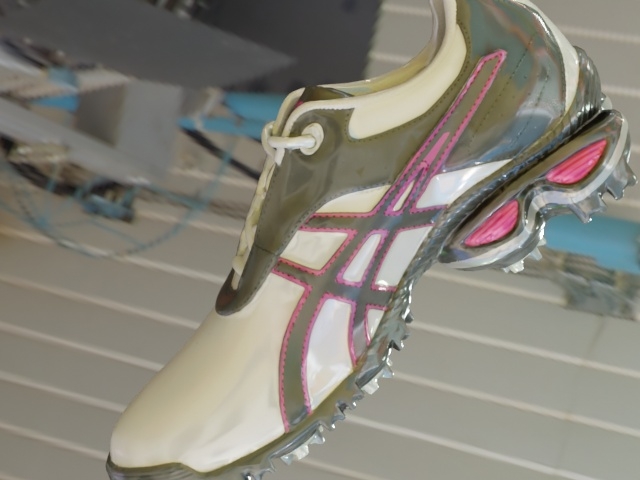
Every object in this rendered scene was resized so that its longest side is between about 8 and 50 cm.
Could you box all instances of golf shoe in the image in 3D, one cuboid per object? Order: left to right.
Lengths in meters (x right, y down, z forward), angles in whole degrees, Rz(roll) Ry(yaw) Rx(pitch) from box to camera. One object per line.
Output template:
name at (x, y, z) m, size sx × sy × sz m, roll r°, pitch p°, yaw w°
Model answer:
golf shoe at (0.000, 0.000, 0.787) m, size 0.273 × 0.120 × 0.105 m, roll -41°, pitch -163°, yaw -1°
